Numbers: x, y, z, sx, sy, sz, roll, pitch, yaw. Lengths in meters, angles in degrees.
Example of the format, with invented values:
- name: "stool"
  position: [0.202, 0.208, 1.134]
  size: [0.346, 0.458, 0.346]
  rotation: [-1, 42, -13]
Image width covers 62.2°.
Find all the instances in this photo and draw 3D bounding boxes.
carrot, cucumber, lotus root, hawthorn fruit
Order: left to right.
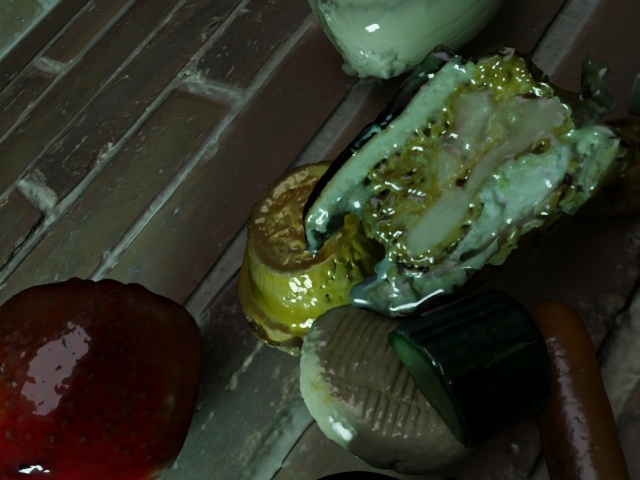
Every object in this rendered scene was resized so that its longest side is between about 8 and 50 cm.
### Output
- name: "hawthorn fruit"
  position: [-0.268, 0.192, 0.602]
  size: [0.254, 0.254, 0.300]
  rotation: [-2, 70, 29]
- name: "cucumber"
  position: [0.131, 0.096, 0.447]
  size: [0.115, 0.062, 0.116]
  rotation: [-17, 49, -24]
- name: "lotus root"
  position: [0.271, -0.077, 0.574]
  size: [0.191, 0.094, 0.108]
  rotation: [2, 38, 40]
- name: "carrot"
  position: [0.218, 0.151, 0.457]
  size: [0.067, 0.067, 0.225]
  rotation: [-15, 54, 21]

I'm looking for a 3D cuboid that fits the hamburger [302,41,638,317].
- name: "hamburger"
  position: [0.137, -0.055, 0.494]
  size: [0.288, 0.192, 0.167]
  rotation: [-45, 70, 30]

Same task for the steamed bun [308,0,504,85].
- name: "steamed bun"
  position: [0.133, -0.383, 0.771]
  size: [0.312, 0.233, 0.333]
  rotation: [-24, 58, 11]

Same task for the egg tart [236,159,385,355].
- name: "egg tart"
  position: [0.000, 0.000, 0.662]
  size: [0.288, 0.118, 0.288]
  rotation: [-15, 56, 23]

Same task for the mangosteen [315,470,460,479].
- name: "mangosteen"
  position: [0.051, 0.278, 0.377]
  size: [0.243, 0.243, 0.242]
  rotation: [-15, 52, 21]

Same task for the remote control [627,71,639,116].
- name: "remote control"
  position: [0.474, -0.116, 0.463]
  size: [0.344, 0.050, 0.145]
  rotation: [22, 35, 39]

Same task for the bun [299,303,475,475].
- name: "bun"
  position: [0.065, 0.140, 0.513]
  size: [0.188, 0.111, 0.164]
  rotation: [17, 49, 12]
